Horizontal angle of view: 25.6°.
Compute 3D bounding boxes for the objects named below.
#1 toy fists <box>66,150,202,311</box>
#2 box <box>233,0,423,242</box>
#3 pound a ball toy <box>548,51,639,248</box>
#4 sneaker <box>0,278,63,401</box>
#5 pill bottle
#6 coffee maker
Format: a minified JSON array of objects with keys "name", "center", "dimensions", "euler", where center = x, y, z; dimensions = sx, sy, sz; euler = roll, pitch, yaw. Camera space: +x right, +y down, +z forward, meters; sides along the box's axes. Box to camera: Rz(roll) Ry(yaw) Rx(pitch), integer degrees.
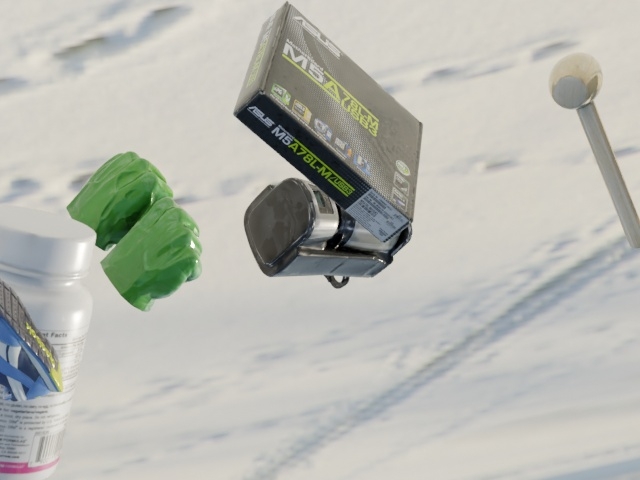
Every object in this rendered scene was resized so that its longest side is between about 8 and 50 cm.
[{"name":"toy fists","center":[-0.259,-0.021,2.048],"dimensions":[0.142,0.279,0.096],"euler":[-46,136,9]},{"name":"box","center":[0.013,-0.113,1.315],"dimensions":[0.190,0.184,0.045],"euler":[40,122,-18]},{"name":"pound a ball toy","center":[0.359,-0.068,1.272],"dimensions":[0.208,0.319,0.136],"euler":[-18,-155,23]},{"name":"sneaker","center":[-0.273,0.087,1.204],"dimensions":[0.059,0.053,0.144],"euler":[-21,125,6]},{"name":"pill bottle","center":[-0.344,0.113,1.569],"dimensions":[0.160,0.283,0.160],"euler":[14,-170,-2]},{"name":"coffee maker","center":[0.000,0.000,1.755],"dimensions":[0.178,0.120,0.171],"euler":[2,122,-41]}]
